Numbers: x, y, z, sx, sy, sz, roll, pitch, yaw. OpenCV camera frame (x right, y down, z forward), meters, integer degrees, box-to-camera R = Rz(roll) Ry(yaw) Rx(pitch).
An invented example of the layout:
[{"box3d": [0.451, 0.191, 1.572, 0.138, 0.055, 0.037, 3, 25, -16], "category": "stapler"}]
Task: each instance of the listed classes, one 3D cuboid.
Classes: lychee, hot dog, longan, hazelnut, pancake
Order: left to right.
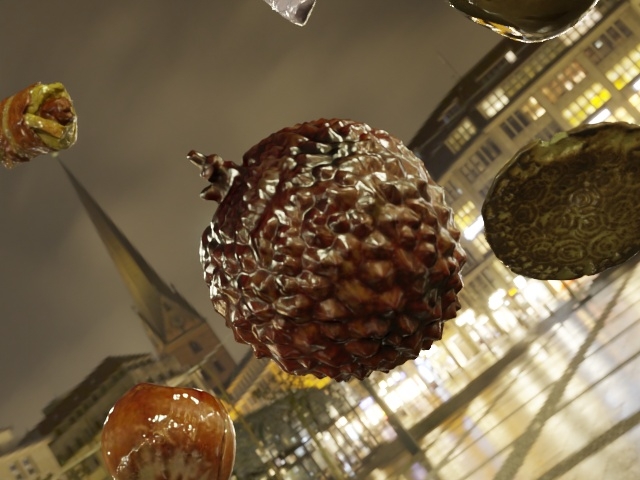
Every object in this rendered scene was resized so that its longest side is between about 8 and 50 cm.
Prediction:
[{"box3d": [-0.556, -0.218, 1.397, 0.213, 0.146, 0.103, -21, -11, 17], "category": "hot dog"}, {"box3d": [-0.173, 0.236, 0.841, 0.154, 0.143, 0.143, 25, -54, -29], "category": "hazelnut"}, {"box3d": [0.000, 0.000, 1.202, 0.424, 0.500, 0.424, -50, 4, 5], "category": "lychee"}, {"box3d": [0.175, -0.270, 0.667, 0.167, 0.187, 0.167, -43, -9, -8], "category": "longan"}, {"box3d": [0.251, -0.033, 0.720, 0.199, 0.199, 0.021, -46, 27, 32], "category": "pancake"}]

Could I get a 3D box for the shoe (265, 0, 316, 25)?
[{"box3d": [-0.090, -0.477, 1.342, 0.138, 0.245, 0.095, 4, -51, -26], "category": "shoe"}]
